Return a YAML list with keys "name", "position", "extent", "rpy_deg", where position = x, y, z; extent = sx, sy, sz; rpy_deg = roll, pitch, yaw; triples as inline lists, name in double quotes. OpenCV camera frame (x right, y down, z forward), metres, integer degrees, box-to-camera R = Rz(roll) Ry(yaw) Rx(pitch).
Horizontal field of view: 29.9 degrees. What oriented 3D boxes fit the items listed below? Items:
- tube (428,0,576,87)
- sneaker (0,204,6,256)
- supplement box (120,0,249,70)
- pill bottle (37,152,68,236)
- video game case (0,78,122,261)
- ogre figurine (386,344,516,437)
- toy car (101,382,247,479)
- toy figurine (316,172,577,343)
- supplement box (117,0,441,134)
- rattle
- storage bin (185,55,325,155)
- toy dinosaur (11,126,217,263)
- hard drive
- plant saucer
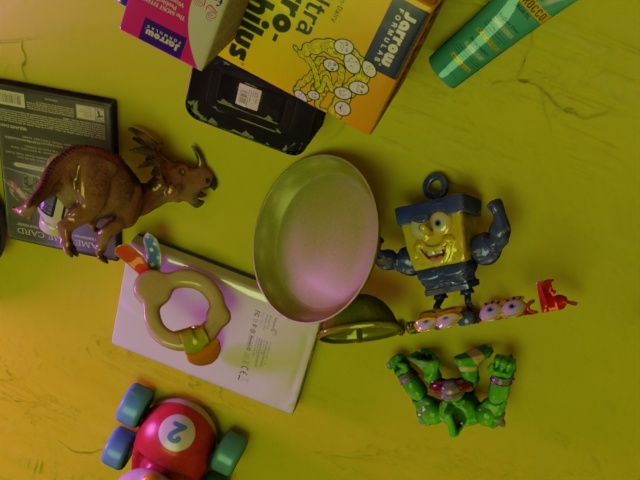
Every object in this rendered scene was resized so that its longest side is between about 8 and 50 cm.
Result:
- name: "tube"
  position: [0.230, -0.275, 1.515]
  extent: [0.080, 0.052, 0.207]
  rpy_deg: [41, 119, -20]
- name: "sneaker"
  position: [-0.611, -0.092, 1.864]
  extent: [0.125, 0.139, 0.340]
  rpy_deg: [-12, 115, 24]
- name: "supplement box"
  position: [-0.127, -0.320, 1.338]
  extent: [0.111, 0.114, 0.220]
  rpy_deg: [27, 126, 2]
- name: "pill bottle"
  position: [-0.391, -0.067, 1.814]
  extent: [0.067, 0.067, 0.120]
  rpy_deg: [25, 124, 4]
- name: "video game case"
  position: [-0.403, -0.106, 1.851]
  extent: [0.196, 0.026, 0.274]
  rpy_deg: [12, 123, 13]
- name: "ogre figurine"
  position: [0.200, 0.223, 1.788]
  extent: [0.197, 0.097, 0.118]
  rpy_deg: [-8, 105, 11]
- name: "toy car"
  position: [-0.274, 0.398, 1.972]
  extent: [0.219, 0.238, 0.210]
  rpy_deg: [26, 124, 3]
- name: "toy figurine"
  position: [0.162, 0.018, 1.687]
  extent: [0.363, 0.191, 0.217]
  rpy_deg: [-12, 84, 33]
- name: "supplement box"
  position: [-0.033, -0.322, 1.487]
  extent: [0.357, 0.195, 0.194]
  rpy_deg: [28, 125, 2]
- name: "rattle"
  position: [-0.228, 0.090, 1.850]
  extent: [0.200, 0.143, 0.130]
  rpy_deg: [39, 92, 13]
- name: "storage bin"
  position: [-0.081, -0.209, 1.639]
  extent: [0.180, 0.084, 0.122]
  rpy_deg: [21, 124, 6]
- name: "toy dinosaur"
  position: [-0.309, -0.085, 1.709]
  extent: [0.127, 0.296, 0.200]
  rpy_deg: [41, 104, 32]
- name: "hard drive"
  position: [-0.165, 0.134, 1.896]
  extent: [0.319, 0.040, 0.210]
  rpy_deg: [21, 124, 7]
- name: "plant saucer"
  position: [0.000, 0.000, 1.690]
  extent: [0.241, 0.037, 0.240]
  rpy_deg: [-10, 75, 41]
